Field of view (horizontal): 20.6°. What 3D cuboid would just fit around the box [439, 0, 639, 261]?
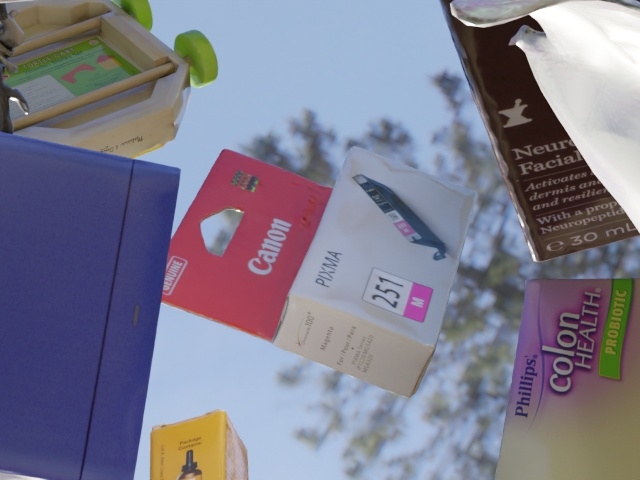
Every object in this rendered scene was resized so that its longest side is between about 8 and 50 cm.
[{"bbox_3d":[0.163,-0.155,0.963,0.381,0.191,0.143,61,-161,-52],"label":"box"}]

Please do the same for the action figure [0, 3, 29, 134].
[{"bbox_3d":[-0.286,-0.144,1.325,0.141,0.164,0.276,26,-114,-36],"label":"action figure"}]

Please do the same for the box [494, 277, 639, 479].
[{"bbox_3d":[0.226,0.138,0.966,0.117,0.243,0.214,66,-150,-49],"label":"box"}]

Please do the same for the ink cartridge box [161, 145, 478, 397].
[{"bbox_3d":[0.000,0.000,1.523,0.275,0.238,0.060,-67,-1,-58],"label":"ink cartridge box"}]

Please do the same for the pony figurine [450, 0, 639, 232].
[{"bbox_3d":[0.217,0.071,0.362,0.363,0.303,0.351,-30,-53,5],"label":"pony figurine"}]

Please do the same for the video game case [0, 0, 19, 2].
[{"bbox_3d":[-0.262,-0.161,1.113,0.143,0.157,0.019,-16,-70,-50],"label":"video game case"}]

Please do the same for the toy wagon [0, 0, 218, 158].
[{"bbox_3d":[-0.278,-0.176,1.724,0.267,0.344,0.068,-24,-47,-28],"label":"toy wagon"}]

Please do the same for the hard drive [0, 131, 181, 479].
[{"bbox_3d":[-0.252,0.023,1.017,0.040,0.318,0.210,119,160,-61],"label":"hard drive"}]

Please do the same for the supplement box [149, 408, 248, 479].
[{"bbox_3d":[-0.106,0.267,1.557,0.080,0.078,0.233,60,-160,-47],"label":"supplement box"}]
